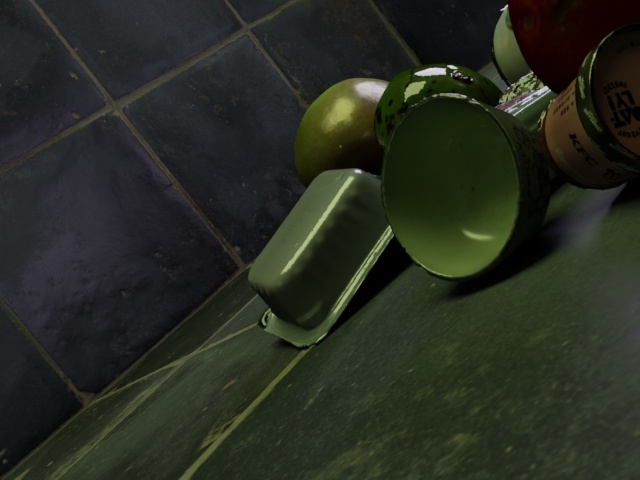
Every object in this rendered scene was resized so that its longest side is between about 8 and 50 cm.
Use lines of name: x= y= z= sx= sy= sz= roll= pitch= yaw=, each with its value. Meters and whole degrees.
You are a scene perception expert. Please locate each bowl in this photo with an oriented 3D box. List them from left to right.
bowl: x=0.180 y=-0.065 z=0.932 sx=0.112 sy=0.211 sz=0.211 roll=-10 pitch=-12 yaw=-38

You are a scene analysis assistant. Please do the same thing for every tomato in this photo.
tomato: x=0.385 y=-0.294 z=0.915 sx=0.325 sy=0.289 sz=0.293 roll=-22 pitch=16 yaw=44

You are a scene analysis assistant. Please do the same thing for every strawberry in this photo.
strawberry: x=0.112 y=-0.005 z=1.403 sx=0.187 sy=0.082 sz=0.146 roll=-37 pitch=12 yaw=-33

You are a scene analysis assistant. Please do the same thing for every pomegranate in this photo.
pomegranate: x=0.217 y=-0.195 z=1.464 sx=0.254 sy=0.254 sz=0.270 roll=-42 pitch=-21 yaw=-32

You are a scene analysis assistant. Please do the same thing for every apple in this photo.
apple: x=0.096 y=-0.190 z=1.754 sx=0.319 sy=0.319 sz=0.277 roll=-34 pitch=20 yaw=27

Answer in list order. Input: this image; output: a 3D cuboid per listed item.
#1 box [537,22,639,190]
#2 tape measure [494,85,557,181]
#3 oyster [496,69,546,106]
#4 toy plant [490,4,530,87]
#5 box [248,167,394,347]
box: x=0.308 y=-0.125 z=0.824 sx=0.151 sy=0.151 sz=0.135 roll=-40 pitch=0 yaw=-17
tape measure: x=0.255 y=-0.113 z=1.127 sx=0.243 sy=0.125 sz=0.246 roll=-33 pitch=7 yaw=-17
oyster: x=0.421 y=-0.251 z=1.216 sx=0.351 sy=0.158 sz=0.162 roll=-25 pitch=55 yaw=33
toy plant: x=0.451 y=-0.379 z=1.376 sx=0.247 sy=0.247 sz=0.332 roll=-38 pitch=2 yaw=-6
box: x=0.000 y=0.000 z=1.320 sx=0.336 sy=0.106 sz=0.264 roll=-54 pitch=20 yaw=-12
